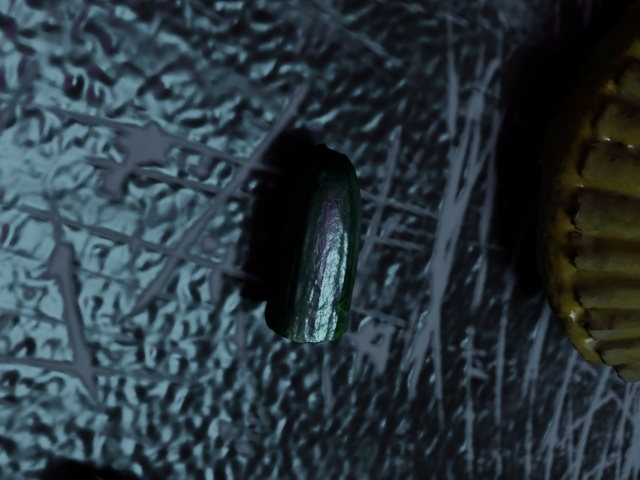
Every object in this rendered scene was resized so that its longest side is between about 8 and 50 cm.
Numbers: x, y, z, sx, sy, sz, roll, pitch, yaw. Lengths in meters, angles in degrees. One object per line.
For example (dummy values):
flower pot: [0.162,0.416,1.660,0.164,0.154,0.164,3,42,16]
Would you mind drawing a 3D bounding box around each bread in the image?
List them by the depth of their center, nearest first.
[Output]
bread: [0.256,-0.026,0.872,0.274,0.149,0.274,-13,111,-36]

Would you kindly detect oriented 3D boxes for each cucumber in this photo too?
cucumber: [0.000,0.000,0.769,0.048,0.048,0.105,1,107,-34]

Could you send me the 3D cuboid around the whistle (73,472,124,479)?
whistle: [-0.066,0.164,0.795,0.176,0.033,0.033,25,93,-38]
